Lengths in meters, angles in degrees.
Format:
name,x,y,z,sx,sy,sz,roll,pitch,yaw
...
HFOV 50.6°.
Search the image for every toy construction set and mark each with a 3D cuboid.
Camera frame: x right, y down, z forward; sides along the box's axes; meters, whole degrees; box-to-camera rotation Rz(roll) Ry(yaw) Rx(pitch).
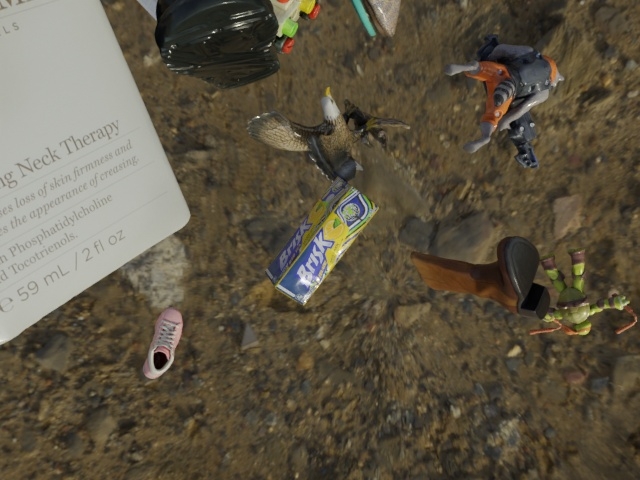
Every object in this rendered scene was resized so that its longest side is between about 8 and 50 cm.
name,x,y,z,sx,sy,sz,roll,pitch,yaw
toy construction set,-0.065,-0.476,1.236,0.151,0.215,0.327,43,68,11

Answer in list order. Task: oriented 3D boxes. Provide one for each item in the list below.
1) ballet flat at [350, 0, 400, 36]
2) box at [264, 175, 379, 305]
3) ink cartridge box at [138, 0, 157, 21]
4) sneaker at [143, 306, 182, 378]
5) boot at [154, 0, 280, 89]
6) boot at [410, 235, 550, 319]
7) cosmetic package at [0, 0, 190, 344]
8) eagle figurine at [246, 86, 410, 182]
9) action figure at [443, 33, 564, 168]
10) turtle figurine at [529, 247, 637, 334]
name,x,y,z,sx,sy,sz,roll,pitch,yaw
ballet flat,0.019,-0.321,0.534,0.106,0.107,0.316,-26,88,14
box,0.000,0.000,0.913,0.054,0.059,0.169,35,95,-27
ink cartridge box,-0.439,-0.724,1.805,0.232,0.066,0.189,49,120,13
sneaker,-0.278,0.182,1.221,0.051,0.070,0.134,23,68,-16
boot,-0.106,-0.247,0.565,0.094,0.246,0.207,-20,93,4
boot,0.318,0.051,1.414,0.280,0.264,0.096,16,73,37
cosmetic package,-0.452,-0.127,0.901,0.327,0.329,0.394,4,122,42
eagle figurine,0.008,-0.228,1.510,0.298,0.226,0.225,-35,99,-35
action figure,0.453,-0.317,1.560,0.330,0.178,0.341,-32,100,-32
turtle figurine,0.586,0.137,1.603,0.269,0.087,0.217,-17,91,47
